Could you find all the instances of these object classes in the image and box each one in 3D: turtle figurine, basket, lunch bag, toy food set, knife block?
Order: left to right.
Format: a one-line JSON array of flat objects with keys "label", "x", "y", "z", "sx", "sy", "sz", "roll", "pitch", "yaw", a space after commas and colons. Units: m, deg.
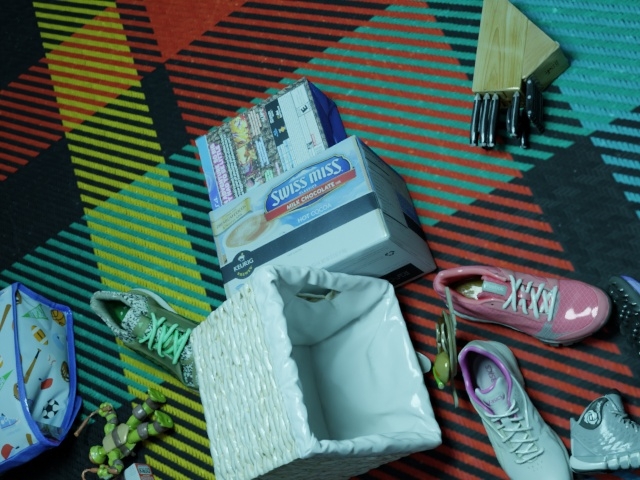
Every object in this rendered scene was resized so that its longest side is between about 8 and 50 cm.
[{"label": "lunch bag", "x": -0.737, "y": 0.350, "z": 1.933, "sx": 0.328, "sy": 0.239, "sz": 0.385, "roll": -28, "pitch": 55, "yaw": 17}, {"label": "turtle figurine", "x": -0.419, "y": 0.429, "z": 1.801, "sx": 0.217, "sy": 0.087, "sz": 0.269, "roll": -36, "pitch": 31, "yaw": 7}, {"label": "basket", "x": -0.020, "y": 0.248, "z": 1.472, "sx": 0.266, "sy": 0.328, "sz": 0.331, "roll": -34, "pitch": 60, "yaw": 37}, {"label": "toy food set", "x": 0.211, "y": 0.185, "z": 1.457, "sx": 0.039, "sy": 0.192, "sz": 0.132, "roll": -5, "pitch": 33, "yaw": 3}, {"label": "knife block", "x": 0.338, "y": -0.310, "z": 1.617, "sx": 0.242, "sy": 0.088, "sz": 0.275, "roll": -42, "pitch": 59, "yaw": 11}]

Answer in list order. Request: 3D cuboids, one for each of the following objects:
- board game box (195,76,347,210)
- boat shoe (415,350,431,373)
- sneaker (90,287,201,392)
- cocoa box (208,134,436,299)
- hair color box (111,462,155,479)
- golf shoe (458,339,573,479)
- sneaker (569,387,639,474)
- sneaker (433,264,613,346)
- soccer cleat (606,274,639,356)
[{"label": "board game box", "x": -0.090, "y": -0.161, "z": 1.782, "sx": 0.291, "sy": 0.141, "sz": 0.232, "roll": -26, "pitch": 63, "yaw": 20}, {"label": "boat shoe", "x": 0.155, "y": 0.221, "z": 1.579, "sx": 0.125, "sy": 0.038, "sz": 0.046, "roll": 4, "pitch": 95, "yaw": 32}, {"label": "sneaker", "x": -0.341, "y": 0.207, "z": 1.781, "sx": 0.411, "sy": 0.182, "sz": 0.158, "roll": 19, "pitch": 84, "yaw": 33}, {"label": "cocoa box", "x": 0.000, "y": 0.000, "z": 1.623, "sx": 0.347, "sy": 0.231, "sz": 0.227, "roll": -26, "pitch": 62, "yaw": 20}, {"label": "hair color box", "x": -0.380, "y": 0.565, "z": 1.764, "sx": 0.093, "sy": 0.053, "sz": 0.167, "roll": -39, "pitch": 58, "yaw": 14}, {"label": "golf shoe", "x": 0.313, "y": 0.303, "z": 1.403, "sx": 0.115, "sy": 0.140, "sz": 0.306, "roll": -34, "pitch": 62, "yaw": 14}, {"label": "sneaker", "x": 0.502, "y": 0.296, "z": 1.331, "sx": 0.229, "sy": 0.086, "sz": 0.132, "roll": -13, "pitch": 66, "yaw": 27}, {"label": "sneaker", "x": 0.335, "y": 0.106, "z": 1.447, "sx": 0.314, "sy": 0.136, "sz": 0.115, "roll": 6, "pitch": 77, "yaw": 35}, {"label": "soccer cleat", "x": 0.585, "y": 0.163, "z": 1.329, "sx": 0.117, "sy": 0.108, "sz": 0.318, "roll": -26, "pitch": 50, "yaw": -12}]
